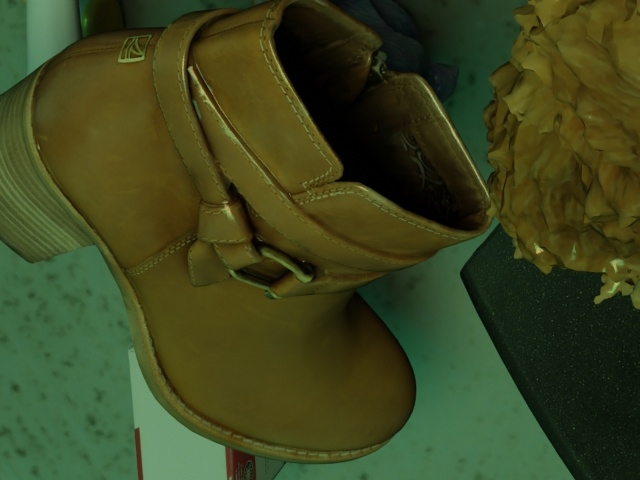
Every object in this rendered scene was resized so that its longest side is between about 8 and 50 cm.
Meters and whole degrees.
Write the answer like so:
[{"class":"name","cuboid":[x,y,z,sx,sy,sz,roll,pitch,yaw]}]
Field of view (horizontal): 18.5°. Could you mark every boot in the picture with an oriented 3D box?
[{"class":"boot","cuboid":[0.000,0.000,0.861,0.220,0.109,0.283,-15,130,45]}]

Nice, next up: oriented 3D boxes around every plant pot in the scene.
[{"class":"plant pot","cuboid":[0.182,0.014,0.927,0.167,0.188,0.187,44,119,10]}]

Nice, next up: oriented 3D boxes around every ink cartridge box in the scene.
[{"class":"ink cartridge box","cuboid":[-0.047,0.076,1.042,0.056,0.135,0.099,6,113,19]}]

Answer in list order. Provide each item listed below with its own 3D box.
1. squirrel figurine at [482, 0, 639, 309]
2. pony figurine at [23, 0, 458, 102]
[{"class":"squirrel figurine","cuboid":[0.228,-0.126,0.700,0.397,0.370,0.281,-20,115,6]},{"class":"pony figurine","cuboid":[-0.071,-0.188,0.890,0.351,0.303,0.363,-3,126,28]}]
